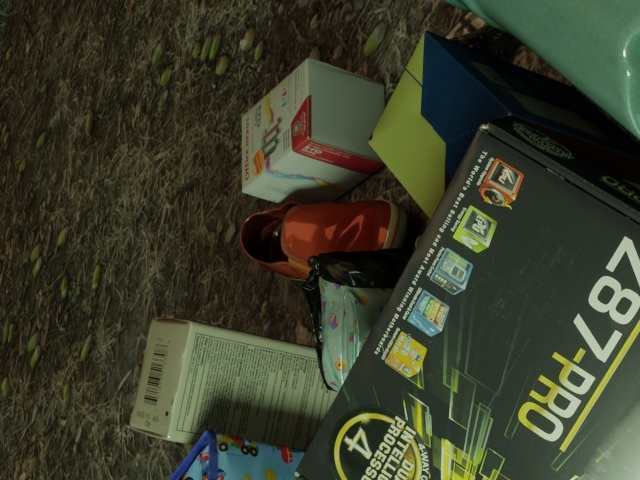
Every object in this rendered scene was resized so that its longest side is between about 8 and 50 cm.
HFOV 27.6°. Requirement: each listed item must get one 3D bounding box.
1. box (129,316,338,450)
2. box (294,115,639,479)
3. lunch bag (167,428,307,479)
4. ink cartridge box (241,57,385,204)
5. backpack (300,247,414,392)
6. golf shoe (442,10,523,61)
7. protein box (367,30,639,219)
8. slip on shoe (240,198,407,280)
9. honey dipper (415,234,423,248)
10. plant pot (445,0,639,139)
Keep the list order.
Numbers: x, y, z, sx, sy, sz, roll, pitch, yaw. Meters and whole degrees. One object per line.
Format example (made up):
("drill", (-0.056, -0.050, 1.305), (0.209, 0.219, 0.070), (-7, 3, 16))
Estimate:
("box", (-0.103, 0.191, 1.651), (0.127, 0.232, 0.148), (-2, 75, 59))
("box", (0.195, 0.136, 1.149), (0.318, 0.097, 0.395), (34, 111, 15))
("lunch bag", (-0.103, 0.374, 1.580), (0.293, 0.221, 0.138), (-48, 39, 38))
("ink cartridge box", (-0.012, -0.137, 1.757), (0.176, 0.127, 0.128), (-35, 48, 49))
("backpack", (0.060, 0.105, 1.510), (0.115, 0.152, 0.182), (-155, 65, -68))
("golf shoe", (0.198, -0.254, 1.525), (0.198, 0.077, 0.094), (-28, 42, 43))
("protein box", (0.193, -0.087, 1.313), (0.136, 0.201, 0.200), (-62, 32, 20))
("slip on shoe", (0.000, 0.000, 1.702), (0.331, 0.101, 0.123), (0, 75, 58))
("honey dipper", (0.170, -0.016, 1.495), (0.161, 0.030, 0.030), (-29, 53, 49))
("plant pot", (0.286, -0.266, 1.148), (0.341, 0.341, 0.334), (-58, 42, 27))
